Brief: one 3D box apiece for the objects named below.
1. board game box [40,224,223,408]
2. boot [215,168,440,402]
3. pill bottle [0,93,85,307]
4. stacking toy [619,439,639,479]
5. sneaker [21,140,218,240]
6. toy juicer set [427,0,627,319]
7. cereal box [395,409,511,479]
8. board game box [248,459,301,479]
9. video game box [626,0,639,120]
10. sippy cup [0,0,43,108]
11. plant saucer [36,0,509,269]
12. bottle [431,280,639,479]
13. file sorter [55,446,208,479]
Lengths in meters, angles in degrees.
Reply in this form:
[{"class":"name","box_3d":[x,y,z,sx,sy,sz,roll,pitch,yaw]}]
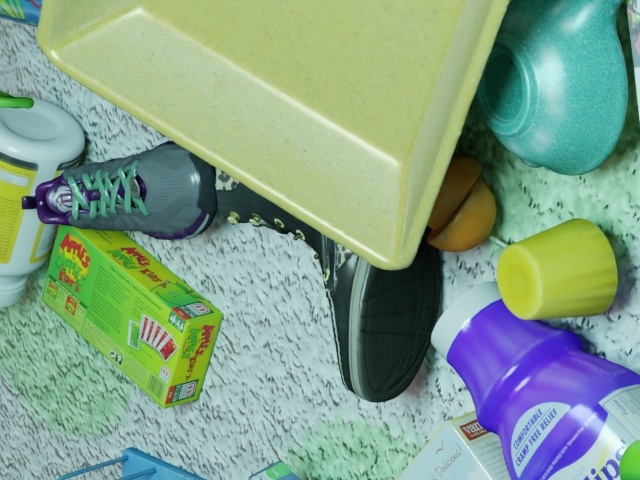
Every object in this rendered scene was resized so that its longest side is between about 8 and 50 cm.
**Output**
[{"class":"board game box","box_3d":[-0.170,0.059,1.617,0.181,0.043,0.092,37,122,33]},{"class":"boot","box_3d":[0.001,-0.001,1.409,0.179,0.085,0.236,4,96,46]},{"class":"pill bottle","box_3d":[-0.286,-0.033,1.667,0.103,0.103,0.184,41,125,30]},{"class":"stacking toy","box_3d":[0.239,0.146,1.104,0.141,0.141,0.330,13,73,42]},{"class":"sneaker","box_3d":[-0.169,-0.033,1.527,0.224,0.098,0.083,-9,92,59]},{"class":"toy juicer set","box_3d":[0.136,-0.123,1.257,0.209,0.089,0.329,33,129,52]},{"class":"cereal box","box_3d":[0.134,0.269,1.363,0.240,0.047,0.173,55,133,22]},{"class":"board game box","box_3d":[0.016,0.283,1.445,0.201,0.035,0.136,38,143,42]},{"class":"video game box","box_3d":[0.285,-0.131,1.127,0.205,0.048,0.187,-2,100,45]},{"class":"sippy cup","box_3d":[-0.231,-0.273,1.491,0.224,0.240,0.305,25,141,27]},{"class":"plant saucer","box_3d":[-0.020,-0.190,1.231,0.333,0.081,0.332,32,134,15]},{"class":"bottle","box_3d":[0.189,0.144,1.250,0.283,0.092,0.118,48,122,26]},{"class":"file sorter","box_3d":[-0.151,0.271,1.604,0.170,0.104,0.118,16,110,42]}]
